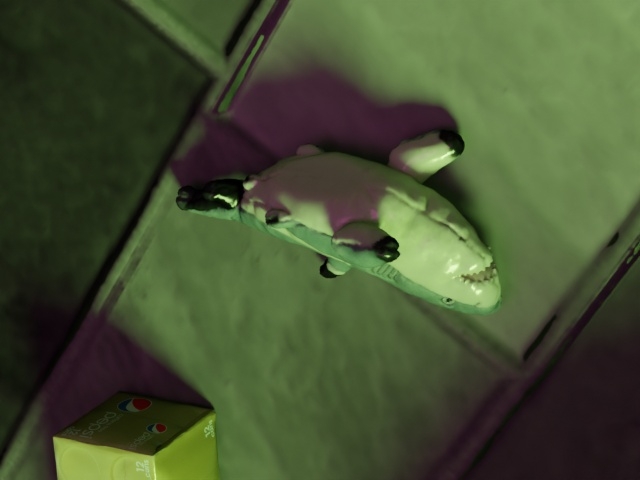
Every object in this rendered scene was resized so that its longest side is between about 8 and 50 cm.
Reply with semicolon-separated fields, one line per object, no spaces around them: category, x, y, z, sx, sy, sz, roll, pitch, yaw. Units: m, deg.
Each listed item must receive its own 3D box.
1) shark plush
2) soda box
shark plush;0.000;0.000;0.830;0.161;0.073;0.067;0;138;25
soda box;-0.085;0.171;0.937;0.061;0.058;0.181;7;112;28
